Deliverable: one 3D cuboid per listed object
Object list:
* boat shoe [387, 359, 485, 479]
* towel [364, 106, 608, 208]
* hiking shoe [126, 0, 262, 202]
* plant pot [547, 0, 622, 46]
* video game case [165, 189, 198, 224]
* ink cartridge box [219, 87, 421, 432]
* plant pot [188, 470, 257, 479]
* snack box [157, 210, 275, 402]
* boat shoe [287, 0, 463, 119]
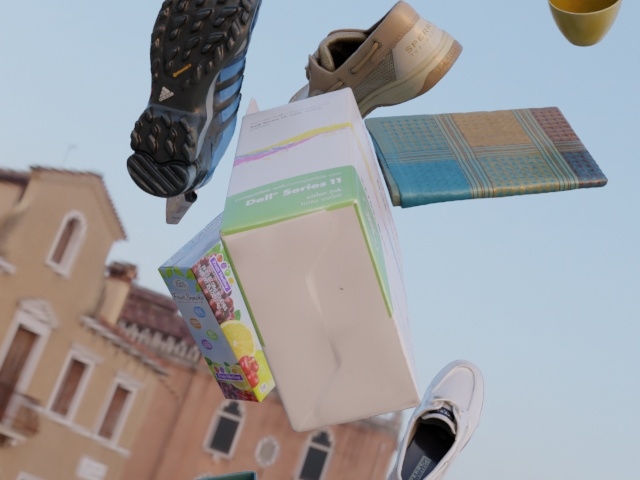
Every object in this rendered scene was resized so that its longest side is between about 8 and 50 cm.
[{"bbox_3d":[0.174,0.267,1.595,0.095,0.258,0.084,21,-34,10],"label":"boat shoe"},{"bbox_3d":[0.280,-0.150,1.957,0.370,0.271,0.040,-4,-54,-7],"label":"towel"},{"bbox_3d":[-0.143,-0.197,1.335,0.113,0.304,0.132,23,6,13],"label":"hiking shoe"},{"bbox_3d":[0.479,-0.408,2.021,0.134,0.134,0.095,11,-41,24],"label":"plant pot"},{"bbox_3d":[-0.222,-0.155,1.809,0.026,0.226,0.206,3,-11,-15],"label":"video game case"},{"bbox_3d":[0.004,-0.009,1.055,0.119,0.353,0.207,-15,-65,7],"label":"ink cartridge box"},{"bbox_3d":[-0.138,0.423,1.300,0.166,0.234,0.165,-8,24,-2],"label":"plant pot"},{"bbox_3d":[-0.090,0.071,1.428,0.070,0.174,0.207,-1,-59,41],"label":"snack box"},{"bbox_3d":[0.042,-0.222,1.424,0.110,0.121,0.341,42,-27,-18],"label":"boat shoe"}]
